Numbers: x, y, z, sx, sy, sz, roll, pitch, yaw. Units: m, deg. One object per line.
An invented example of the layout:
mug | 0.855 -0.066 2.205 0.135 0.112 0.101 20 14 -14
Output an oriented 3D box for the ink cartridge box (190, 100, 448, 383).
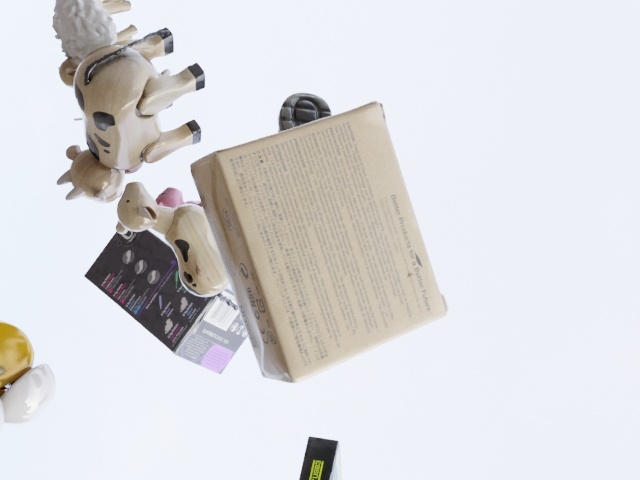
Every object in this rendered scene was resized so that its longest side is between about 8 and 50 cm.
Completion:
ink cartridge box | 0.000 0.000 0.898 0.088 0.193 0.235 -11 -82 63

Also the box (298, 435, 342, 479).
box | -0.008 0.362 1.062 0.191 0.045 0.184 84 13 -49

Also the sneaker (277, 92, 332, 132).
sneaker | -0.024 -0.080 1.232 0.106 0.101 0.267 105 -7 -54

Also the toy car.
toy car | -0.382 0.153 0.909 0.159 0.182 0.136 45 -66 5

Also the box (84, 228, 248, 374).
box | -0.261 0.096 1.586 0.270 0.165 0.143 33 -94 33

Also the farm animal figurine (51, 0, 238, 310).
farm animal figurine | -0.222 -0.099 1.057 0.330 0.172 0.327 40 -33 36
